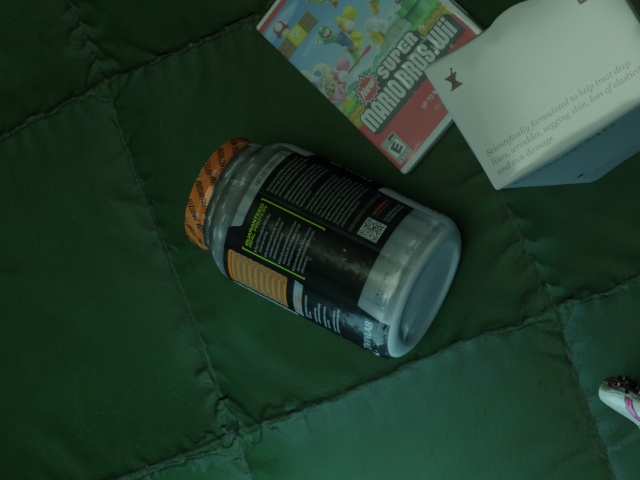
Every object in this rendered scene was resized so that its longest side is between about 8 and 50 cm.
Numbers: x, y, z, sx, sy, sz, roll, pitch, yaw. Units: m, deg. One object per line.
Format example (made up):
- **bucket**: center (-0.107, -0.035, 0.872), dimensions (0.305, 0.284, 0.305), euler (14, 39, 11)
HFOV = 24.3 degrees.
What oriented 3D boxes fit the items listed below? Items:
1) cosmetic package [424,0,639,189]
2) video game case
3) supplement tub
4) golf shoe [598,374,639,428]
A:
- **cosmetic package**: center (0.293, -0.172, 1.597), dimensions (0.217, 0.385, 0.156), euler (-33, 81, 25)
- **video game case**: center (0.075, -0.254, 1.891), dimensions (0.285, 0.025, 0.204), euler (46, 112, 15)
- **supplement tub**: center (0.000, 0.000, 1.859), dimensions (0.316, 0.193, 0.194), euler (27, 106, 20)
- **golf shoe**: center (0.408, 0.224, 1.759), dimensions (0.186, 0.067, 0.086), euler (26, 107, 21)
